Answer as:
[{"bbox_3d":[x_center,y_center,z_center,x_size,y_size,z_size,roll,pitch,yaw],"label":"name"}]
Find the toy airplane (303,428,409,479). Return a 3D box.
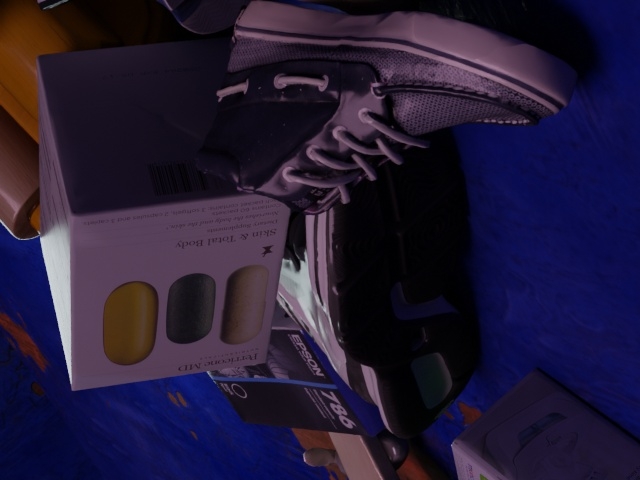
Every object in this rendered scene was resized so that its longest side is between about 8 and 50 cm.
[{"bbox_3d":[0.116,0.408,1.989,0.384,0.272,0.386,24,112,32],"label":"toy airplane"}]

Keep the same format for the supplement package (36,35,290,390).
[{"bbox_3d":[-0.153,-0.024,1.545,0.263,0.199,0.198,101,157,-50],"label":"supplement package"}]

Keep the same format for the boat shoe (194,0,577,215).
[{"bbox_3d":[0.041,-0.087,1.271,0.127,0.158,0.340,24,174,-40],"label":"boat shoe"}]

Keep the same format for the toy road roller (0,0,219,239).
[{"bbox_3d":[-0.277,-0.160,1.652,0.202,0.329,0.240,45,-162,16],"label":"toy road roller"}]

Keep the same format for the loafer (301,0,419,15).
[{"bbox_3d":[0.014,-0.215,1.309,0.148,0.056,0.050,20,138,2],"label":"loafer"}]

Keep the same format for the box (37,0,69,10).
[{"bbox_3d":[-0.107,-0.247,1.294,0.175,0.220,0.051,1,113,64],"label":"box"}]

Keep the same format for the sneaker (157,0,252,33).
[{"bbox_3d":[-0.193,-0.330,1.470,0.182,0.127,0.315,23,148,48],"label":"sneaker"}]

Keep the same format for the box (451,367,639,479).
[{"bbox_3d":[0.259,0.295,1.598,0.231,0.127,0.262,35,155,36],"label":"box"}]

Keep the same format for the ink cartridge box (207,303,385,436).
[{"bbox_3d":[-0.022,0.144,1.911,0.332,0.065,0.165,-5,124,52],"label":"ink cartridge box"}]

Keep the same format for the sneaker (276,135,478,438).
[{"bbox_3d":[-0.001,0.001,1.577,0.257,0.169,0.447,37,158,30],"label":"sneaker"}]
